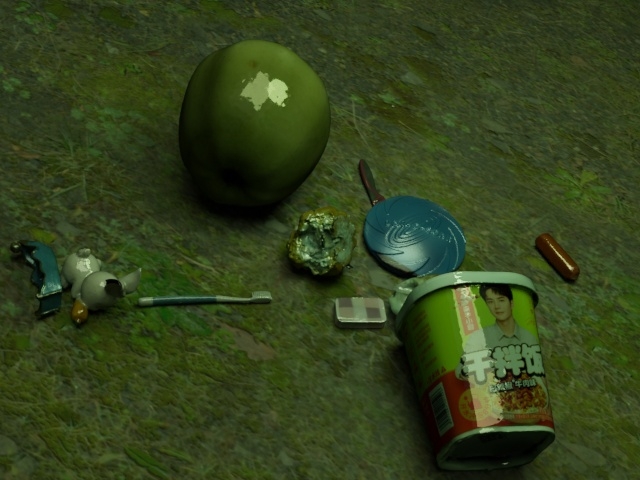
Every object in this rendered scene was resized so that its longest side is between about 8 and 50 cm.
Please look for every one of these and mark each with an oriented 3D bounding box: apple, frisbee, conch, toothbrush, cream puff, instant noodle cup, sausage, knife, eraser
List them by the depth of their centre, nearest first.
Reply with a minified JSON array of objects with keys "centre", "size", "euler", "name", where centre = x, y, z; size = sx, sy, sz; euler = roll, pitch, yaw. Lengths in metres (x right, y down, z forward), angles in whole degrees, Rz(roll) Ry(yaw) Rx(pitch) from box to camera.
[{"centre":[0.298,0.255,1.717],"size":[0.294,0.294,0.307],"euler":[1,57,-11],"name":"instant noodle cup"},{"centre":[-0.236,0.119,1.870],"size":[0.276,0.019,0.025],"euler":[-1,44,-13],"name":"toothbrush"},{"centre":[0.082,0.152,1.903],"size":[0.105,0.026,0.065],"euler":[2,52,-10],"name":"eraser"},{"centre":[0.233,0.128,1.904],"size":[0.173,0.106,0.116],"euler":[-16,39,7],"name":"conch"},{"centre":[-0.001,0.000,1.952],"size":[0.156,0.156,0.121],"euler":[25,18,10],"name":"cream puff"},{"centre":[-0.144,-0.253,2.002],"size":[0.357,0.357,0.357],"euler":[6,48,-7],"name":"apple"},{"centre":[0.217,-0.016,2.058],"size":[0.242,0.045,0.242],"euler":[6,51,-7],"name":"frisbee"},{"centre":[0.546,0.039,2.087],"size":[0.039,0.041,0.131],"euler":[-3,47,-43],"name":"sausage"},{"centre":[0.133,-0.100,2.142],"size":[0.035,0.018,0.247],"euler":[-4,53,-19],"name":"knife"}]

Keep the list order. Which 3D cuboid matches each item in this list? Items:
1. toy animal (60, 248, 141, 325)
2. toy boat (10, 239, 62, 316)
[{"centre":[-0.440,0.089,1.789],"size":[0.182,0.127,0.131],"euler":[32,43,31],"name":"toy animal"},{"centre":[-0.567,0.065,1.811],"size":[0.077,0.075,0.185],"euler":[-3,47,-25],"name":"toy boat"}]
